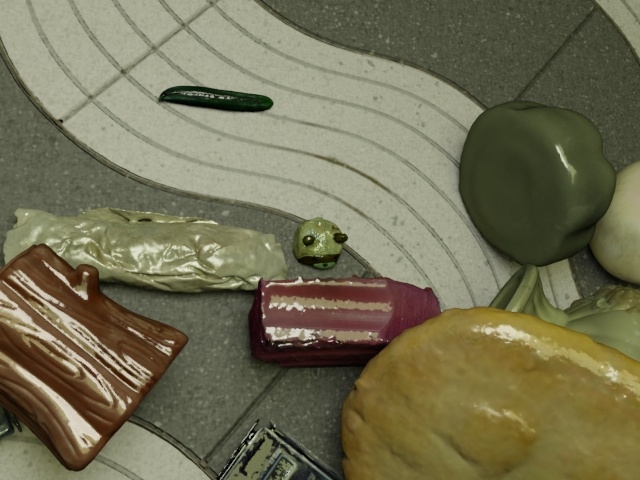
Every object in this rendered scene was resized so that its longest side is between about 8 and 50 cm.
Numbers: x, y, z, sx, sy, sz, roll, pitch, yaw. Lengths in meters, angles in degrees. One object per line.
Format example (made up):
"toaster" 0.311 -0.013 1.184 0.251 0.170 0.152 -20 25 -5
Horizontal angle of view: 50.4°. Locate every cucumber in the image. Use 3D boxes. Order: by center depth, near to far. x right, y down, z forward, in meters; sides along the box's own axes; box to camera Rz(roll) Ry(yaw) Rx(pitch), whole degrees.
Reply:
"cucumber" -0.163 -0.227 1.083 0.185 0.036 0.032 4 83 -19

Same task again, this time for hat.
"hat" 0.000 0.001 1.069 0.077 0.059 0.076 15 67 -10

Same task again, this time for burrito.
"burrito" -0.237 0.014 0.973 0.393 0.076 0.117 5 74 -17

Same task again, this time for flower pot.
"flower pot" 0.359 0.181 1.031 0.244 0.307 0.307 33 67 7

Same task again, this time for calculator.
"calculator" -0.027 0.397 0.972 0.274 0.028 0.165 40 67 -5

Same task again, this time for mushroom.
"mushroom" 0.618 -0.019 1.225 0.260 0.234 0.253 -16 44 15

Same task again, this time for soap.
"soap" 0.043 0.122 0.988 0.290 0.182 0.112 2 74 -13

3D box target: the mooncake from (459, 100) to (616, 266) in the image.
"mooncake" 0.350 -0.098 1.108 0.135 0.275 0.274 -12 80 -24

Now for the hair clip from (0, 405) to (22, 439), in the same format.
"hair clip" -0.450 0.179 0.877 0.146 0.056 0.187 -34 80 -22

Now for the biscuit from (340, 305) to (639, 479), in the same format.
"biscuit" 0.241 0.292 0.879 0.446 0.429 0.104 32 25 5

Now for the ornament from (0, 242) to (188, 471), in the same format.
"ornament" -0.313 0.131 0.824 0.218 0.235 0.221 42 106 -10
